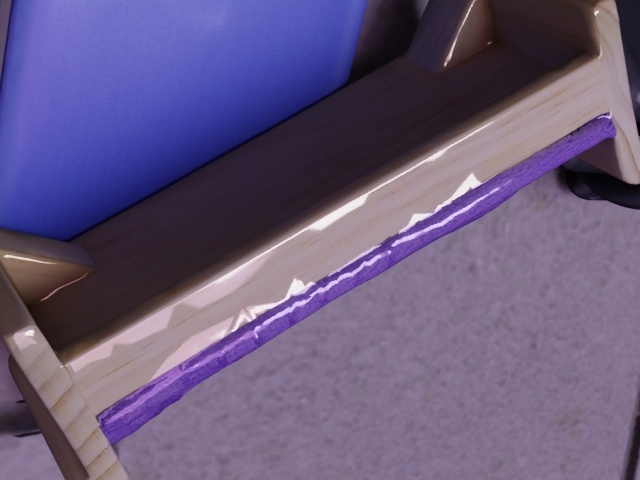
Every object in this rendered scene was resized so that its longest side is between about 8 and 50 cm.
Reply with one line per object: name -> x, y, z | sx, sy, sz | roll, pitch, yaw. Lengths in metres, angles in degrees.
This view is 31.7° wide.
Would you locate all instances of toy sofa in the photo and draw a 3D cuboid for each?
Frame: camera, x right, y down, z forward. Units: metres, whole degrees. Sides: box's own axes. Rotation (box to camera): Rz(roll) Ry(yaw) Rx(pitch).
toy sofa -> 0.000, 0.000, 0.627 | 0.363, 0.150, 0.177 | -30, 123, -15

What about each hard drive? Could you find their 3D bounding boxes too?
hard drive -> -0.080, -0.102, 0.651 | 0.210, 0.040, 0.318 | 2, 111, -31

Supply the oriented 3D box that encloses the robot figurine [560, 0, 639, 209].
robot figurine -> 0.275, -0.102, 0.777 | 0.278, 0.209, 0.173 | -1, 100, -30
